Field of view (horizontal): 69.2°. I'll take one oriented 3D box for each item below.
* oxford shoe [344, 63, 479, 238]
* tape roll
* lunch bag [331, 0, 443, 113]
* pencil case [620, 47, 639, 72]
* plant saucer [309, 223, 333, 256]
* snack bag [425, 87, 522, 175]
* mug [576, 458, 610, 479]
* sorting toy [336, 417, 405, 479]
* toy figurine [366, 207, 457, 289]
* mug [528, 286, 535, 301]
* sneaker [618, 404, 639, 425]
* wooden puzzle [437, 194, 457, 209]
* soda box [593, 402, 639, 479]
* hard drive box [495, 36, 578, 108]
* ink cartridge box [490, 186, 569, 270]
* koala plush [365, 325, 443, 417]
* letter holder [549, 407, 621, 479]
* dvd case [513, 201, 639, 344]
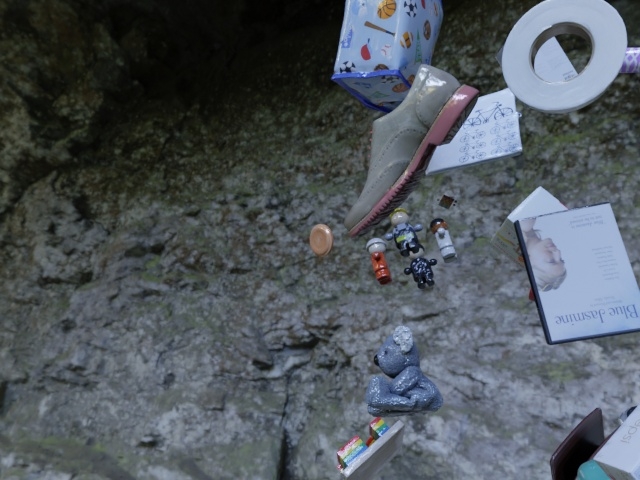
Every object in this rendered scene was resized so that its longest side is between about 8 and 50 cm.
[{"bbox_3d":[0.137,-0.158,0.871,0.130,0.348,0.123,41,19,12],"label":"oxford shoe"},{"bbox_3d":[0.629,-0.480,1.211,0.287,0.285,0.100,-3,7,30],"label":"tape roll"},{"bbox_3d":[0.214,-0.549,1.318,0.239,0.327,0.386,11,4,32],"label":"lunch bag"},{"bbox_3d":[1.063,-0.598,1.548,0.206,0.086,0.088,13,-2,27],"label":"pencil case"},{"bbox_3d":[0.000,0.000,1.166,0.013,0.083,0.084,-3,-8,-43],"label":"plant saucer"},{"bbox_3d":[0.531,-0.392,1.631,0.324,0.342,0.037,-10,-38,31],"label":"snack bag"},{"bbox_3d":[0.614,0.541,0.997,0.098,0.129,0.157,-19,-30,11],"label":"mug"},{"bbox_3d":[0.164,0.736,1.610,0.089,0.257,0.255,41,-28,34],"label":"sorting toy"},{"bbox_3d":[0.252,0.021,1.290,0.213,0.148,0.209,7,-41,-20],"label":"toy figurine"},{"bbox_3d":[0.605,0.139,1.132,0.170,0.113,0.150,22,28,33],"label":"mug"},{"bbox_3d":[0.776,0.389,1.031,0.215,0.084,0.083,-8,-47,0],"label":"sneaker"},{"bbox_3d":[0.519,-0.158,1.914,0.084,0.006,0.049,23,-69,-9],"label":"wooden puzzle"},{"bbox_3d":[0.515,0.281,0.688,0.069,0.216,0.074,51,-14,2],"label":"soda box"},{"bbox_3d":[0.768,-0.615,1.647,0.181,0.232,0.089,-24,-8,-8],"label":"hard drive box"},{"bbox_3d":[0.549,-0.024,1.203,0.128,0.127,0.176,45,-11,19],"label":"ink cartridge box"},{"bbox_3d":[0.225,0.359,1.282,0.204,0.221,0.196,-2,-31,6],"label":"koala plush"},{"bbox_3d":[0.884,0.703,1.462,0.302,0.214,0.152,-25,18,-28],"label":"letter holder"},{"bbox_3d":[0.497,0.062,0.894,0.181,0.252,0.022,-12,-15,9],"label":"dvd case"}]
